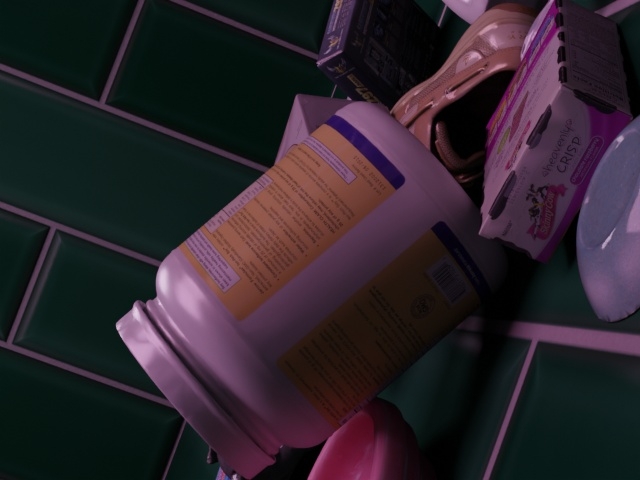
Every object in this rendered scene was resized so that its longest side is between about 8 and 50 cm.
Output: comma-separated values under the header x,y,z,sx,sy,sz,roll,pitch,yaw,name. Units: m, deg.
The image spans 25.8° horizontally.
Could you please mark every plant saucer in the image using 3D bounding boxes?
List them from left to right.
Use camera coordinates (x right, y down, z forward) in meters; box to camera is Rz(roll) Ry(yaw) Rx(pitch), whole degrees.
x,y,z,sx,sy,sz,roll,pitch,yaw,name
0.029,0.322,1.384,0.332,0.084,0.332,-158,90,-82,plant saucer
0.240,-0.034,1.080,0.195,0.037,0.195,-158,90,-82,plant saucer

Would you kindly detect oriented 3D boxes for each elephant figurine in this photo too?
x,y,z,sx,sy,sz,roll,pitch,yaw,name
-0.078,0.287,2.012,0.169,0.186,0.239,64,169,14,elephant figurine

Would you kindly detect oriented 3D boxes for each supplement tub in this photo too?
x,y,z,sx,sy,sz,roll,pitch,yaw,name
-0.009,0.050,1.373,0.331,0.241,0.241,-40,8,-3,supplement tub

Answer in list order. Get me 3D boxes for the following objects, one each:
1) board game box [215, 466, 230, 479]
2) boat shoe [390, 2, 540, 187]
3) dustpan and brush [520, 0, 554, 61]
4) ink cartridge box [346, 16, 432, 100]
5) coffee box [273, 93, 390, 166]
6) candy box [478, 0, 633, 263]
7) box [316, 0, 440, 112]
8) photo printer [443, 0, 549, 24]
x,y,z,sx,sy,sz,roll,pitch,yaw,name
-0.126,0.361,2.369,0.210,0.047,0.160,128,161,-65,board game box
0.146,-0.120,1.583,0.341,0.122,0.110,122,167,-47,boat shoe
0.264,-0.269,1.403,0.147,0.060,0.211,-141,72,-81,dustpan and brush
0.108,-0.280,2.339,0.139,0.082,0.190,135,156,-70,ink cartridge box
0.000,0.000,1.643,0.168,0.119,0.297,-105,27,-47,coffee box
0.211,-0.106,1.269,0.233,0.071,0.159,-73,8,-60,candy box
0.092,-0.295,2.120,0.059,0.183,0.232,-24,39,36,box
0.206,-0.410,1.617,0.256,0.107,0.307,58,140,39,photo printer
